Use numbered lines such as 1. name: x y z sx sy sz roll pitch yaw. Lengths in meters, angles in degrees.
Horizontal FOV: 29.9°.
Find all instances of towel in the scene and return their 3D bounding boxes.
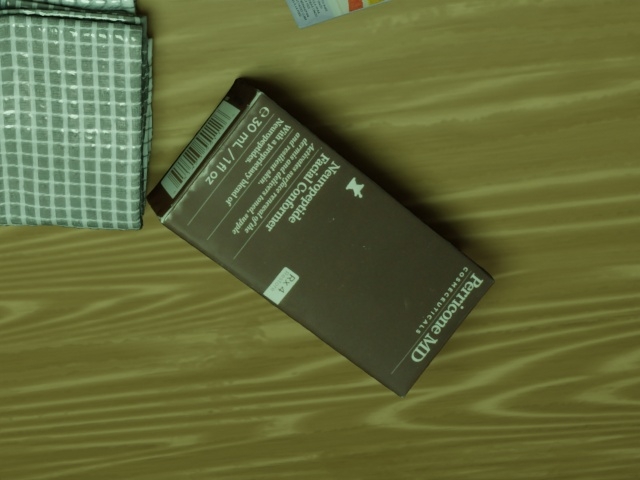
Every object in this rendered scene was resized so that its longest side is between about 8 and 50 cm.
1. towel: -0.315 -0.148 1.390 0.235 0.121 0.284 3 121 -3

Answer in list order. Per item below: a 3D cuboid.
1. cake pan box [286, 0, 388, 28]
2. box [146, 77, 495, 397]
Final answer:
1. cake pan box: 0.039 -0.380 1.255 0.245 0.070 0.267 -13 120 20
2. box: 0.000 0.000 1.439 0.381 0.143 0.191 37 92 -22
